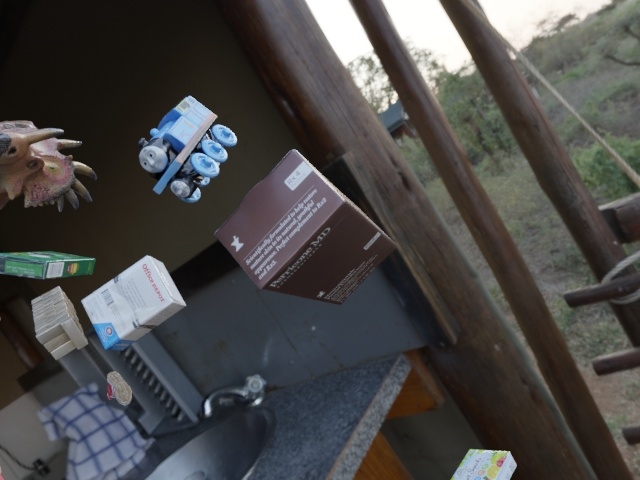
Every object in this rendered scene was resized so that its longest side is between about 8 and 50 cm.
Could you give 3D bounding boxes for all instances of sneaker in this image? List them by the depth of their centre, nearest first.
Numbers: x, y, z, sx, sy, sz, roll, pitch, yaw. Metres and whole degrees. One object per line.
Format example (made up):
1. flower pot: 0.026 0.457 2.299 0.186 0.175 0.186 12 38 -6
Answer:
1. sneaker: -0.536 0.411 1.233 0.042 0.066 0.118 -10 35 -40

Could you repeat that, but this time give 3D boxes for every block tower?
1. block tower: -0.764 0.231 1.342 0.097 0.090 0.336 -34 28 -25

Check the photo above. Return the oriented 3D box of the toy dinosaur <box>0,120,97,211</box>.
1. toy dinosaur: -0.354 -0.089 0.523 0.200 0.127 0.295 -35 43 0

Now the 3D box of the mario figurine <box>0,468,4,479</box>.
1. mario figurine: -0.651 0.453 0.853 0.198 0.170 0.321 22 -28 -38

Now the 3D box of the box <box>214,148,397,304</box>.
1. box: 0.000 0.000 0.871 0.191 0.143 0.381 -46 -24 8

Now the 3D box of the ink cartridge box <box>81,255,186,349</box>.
1. ink cartridge box: -0.468 0.158 1.169 0.203 0.148 0.086 -34 -18 -2

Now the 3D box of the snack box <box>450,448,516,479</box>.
1. snack box: 0.322 0.487 0.939 0.141 0.037 0.100 -30 3 -42

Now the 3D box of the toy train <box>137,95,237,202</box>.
1. toy train: -0.191 -0.130 0.662 0.080 0.105 0.184 -44 21 31

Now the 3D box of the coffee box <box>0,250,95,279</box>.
1. coffee box: -0.572 0.051 0.970 0.113 0.040 0.184 8 0 0
